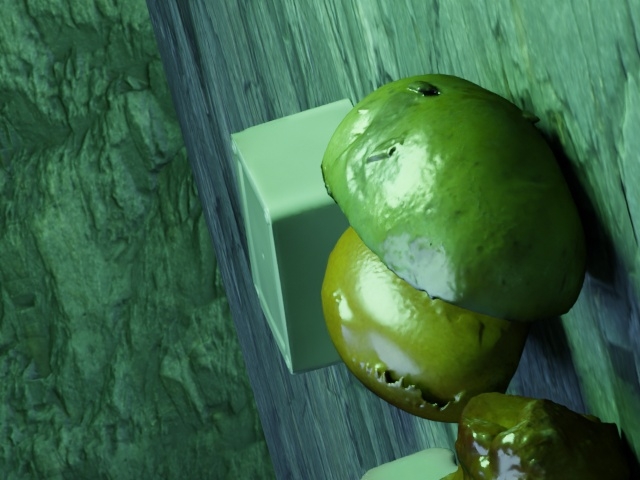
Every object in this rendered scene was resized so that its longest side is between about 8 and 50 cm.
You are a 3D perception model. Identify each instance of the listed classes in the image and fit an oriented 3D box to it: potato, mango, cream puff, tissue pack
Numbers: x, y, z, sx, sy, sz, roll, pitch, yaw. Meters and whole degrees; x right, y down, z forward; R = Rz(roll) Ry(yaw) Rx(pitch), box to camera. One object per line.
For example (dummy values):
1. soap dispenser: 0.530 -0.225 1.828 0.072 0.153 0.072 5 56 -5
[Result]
1. potato: 0.104 -0.054 1.314 0.271 0.160 0.111 -119 40 -54
2. mango: 0.087 0.056 1.476 0.236 0.166 0.136 -119 12 -56
3. cream puff: 0.170 0.250 1.341 0.241 0.155 0.269 -118 17 -47
4. tissue pack: -0.001 -0.001 1.943 0.159 0.136 0.246 -117 15 -46

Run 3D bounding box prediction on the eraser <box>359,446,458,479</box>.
1. eraser: 0.155 0.424 1.812 0.272 0.122 0.359 -135 30 -67
